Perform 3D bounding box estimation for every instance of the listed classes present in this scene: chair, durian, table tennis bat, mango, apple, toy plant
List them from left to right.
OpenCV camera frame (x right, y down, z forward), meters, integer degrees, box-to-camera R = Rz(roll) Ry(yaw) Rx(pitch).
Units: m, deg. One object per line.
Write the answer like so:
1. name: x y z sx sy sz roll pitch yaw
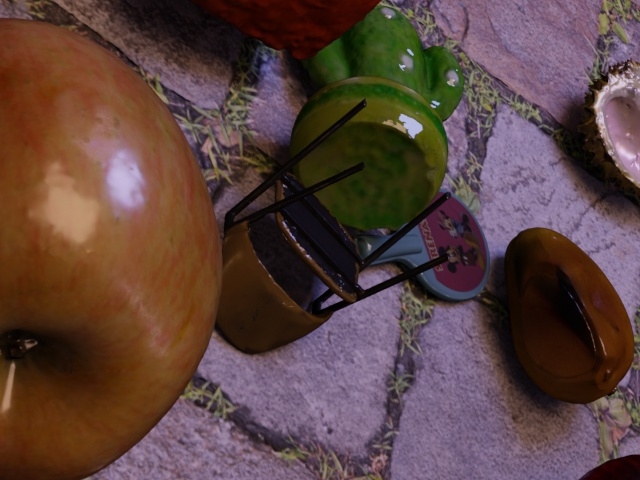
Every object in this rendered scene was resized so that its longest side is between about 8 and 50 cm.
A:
1. apple: -0.269 0.017 1.306 0.391 0.391 0.346 21 18 -30
2. chair: 0.000 0.000 1.678 0.159 0.247 0.172 46 27 -23
3. toy plant: 0.063 -0.171 1.855 0.224 0.184 0.316 22 39 -8
4. table tennis bat: 0.124 0.006 1.884 0.244 0.040 0.153 -4 71 -45
5. mango: 0.308 0.091 1.925 0.166 0.136 0.236 0 62 -55
6. durian: 0.456 -0.150 2.173 0.250 0.138 0.183 28 87 -22

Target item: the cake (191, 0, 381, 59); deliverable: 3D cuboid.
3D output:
1. cake: -0.040 -0.414 1.749 0.269 0.270 0.319 21 46 -43

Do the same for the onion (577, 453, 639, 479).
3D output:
1. onion: 0.373 0.377 1.803 0.273 0.285 0.273 -3 100 -16
